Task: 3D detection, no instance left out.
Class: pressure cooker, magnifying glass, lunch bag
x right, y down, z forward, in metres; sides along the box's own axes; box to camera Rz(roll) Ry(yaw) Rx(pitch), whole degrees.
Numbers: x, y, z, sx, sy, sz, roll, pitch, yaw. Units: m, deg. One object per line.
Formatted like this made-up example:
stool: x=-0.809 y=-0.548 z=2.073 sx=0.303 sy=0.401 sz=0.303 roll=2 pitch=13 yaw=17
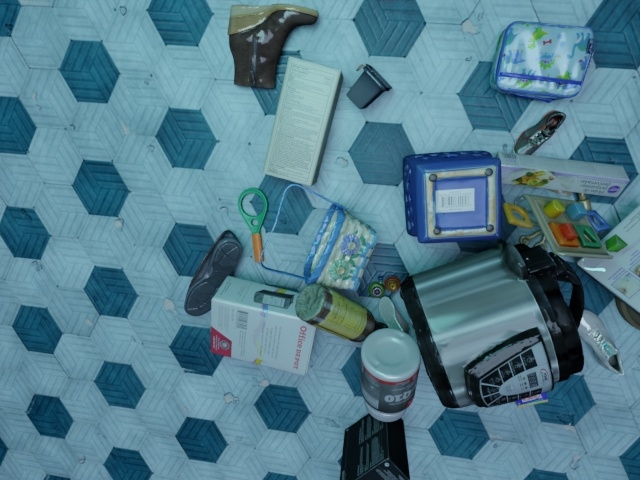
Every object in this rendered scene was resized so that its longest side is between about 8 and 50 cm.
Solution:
pressure cooker: x=0.453 y=0.201 z=1.057 sx=0.421 sy=0.370 sz=0.374 roll=-20 pitch=79 yaw=10
magnifying glass: x=-0.200 y=-0.046 z=1.261 sx=0.092 sy=0.026 sz=0.230 roll=-3 pitch=100 yaw=8
lunch bag: x=0.557 y=-0.450 z=1.042 sx=0.219 sy=0.090 sz=0.175 roll=11 pitch=106 yaw=6

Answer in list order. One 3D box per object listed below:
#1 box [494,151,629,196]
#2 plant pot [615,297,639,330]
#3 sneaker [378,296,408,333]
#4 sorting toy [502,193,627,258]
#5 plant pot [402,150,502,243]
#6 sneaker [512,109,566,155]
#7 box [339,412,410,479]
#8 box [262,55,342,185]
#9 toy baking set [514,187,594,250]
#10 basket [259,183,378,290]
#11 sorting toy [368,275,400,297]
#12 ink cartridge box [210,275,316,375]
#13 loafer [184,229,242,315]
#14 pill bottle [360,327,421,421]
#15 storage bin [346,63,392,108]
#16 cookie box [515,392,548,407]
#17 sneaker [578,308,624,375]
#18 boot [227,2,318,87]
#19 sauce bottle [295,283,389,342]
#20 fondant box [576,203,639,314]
box: x=0.627 y=-0.176 z=1.091 sx=0.325 sy=0.067 sz=0.063 roll=7 pitch=140 yaw=4
plant pot: x=0.958 y=0.161 z=1.115 sx=0.238 sy=0.109 sz=0.236 roll=1 pitch=103 yaw=6
sneaker: x=0.225 y=0.237 z=1.260 sx=0.051 sy=0.070 sz=0.134 roll=-31 pitch=67 yaw=21
sorting toy: x=0.608 y=-0.044 z=1.002 sx=0.349 sy=0.195 sz=0.047 roll=3 pitch=143 yaw=-21
plant pot: x=0.345 y=-0.112 z=1.079 sx=0.236 sy=0.212 sz=0.235 roll=-3 pitch=103 yaw=8
sneaker: x=0.578 y=-0.282 z=1.087 sx=0.061 sy=0.065 sz=0.157 roll=38 pitch=104 yaw=-2
box: x=0.162 y=0.644 z=1.243 sx=0.184 sy=0.261 sz=0.103 roll=-39 pitch=95 yaw=14
box: x=-0.046 y=-0.319 z=1.128 sx=0.148 sy=0.121 sz=0.310 roll=17 pitch=104 yaw=3
toy baking set: x=0.651 y=-0.070 z=1.142 sx=0.197 sy=0.030 sz=0.255 roll=-12 pitch=101 yaw=9
basket: x=0.000 y=0.000 z=1.151 sx=0.289 sy=0.201 sz=0.254 roll=19 pitch=100 yaw=-6
sorting toy: x=0.191 y=0.140 z=1.241 sx=0.102 sy=0.042 sz=0.061 roll=-27 pitch=98 yaw=12
ink cartridge box: x=-0.165 y=0.258 z=1.243 sx=0.307 sy=0.131 sz=0.225 roll=13 pitch=120 yaw=2
loafer: x=-0.336 y=0.103 z=1.289 sx=0.109 sy=0.095 sz=0.302 roll=22 pitch=111 yaw=-29
pill bottle: x=0.197 y=0.398 z=1.186 sx=0.162 sy=0.161 sz=0.283 roll=1 pitch=133 yaw=7
storage bin: x=0.121 y=-0.405 z=1.089 sx=0.098 sy=0.135 sz=0.091 roll=45 pitch=113 yaw=-4
cookie box: x=0.630 y=0.446 z=1.254 sx=0.092 sy=0.040 sz=0.107 roll=-18 pitch=100 yaw=10
sneaker: x=0.800 y=0.289 z=1.170 sx=0.080 sy=0.094 sz=0.212 roll=-37 pitch=95 yaw=15
boot: x=-0.128 y=-0.529 z=1.128 sx=0.249 sy=0.090 sz=0.206 roll=2 pitch=115 yaw=5
sauce bottle: x=0.077 y=0.224 z=1.160 sx=0.111 sy=0.111 sz=0.345 roll=-43 pitch=133 yaw=14
fondant box: x=0.878 y=0.088 z=1.032 sx=0.238 sy=0.096 sz=0.330 roll=-49 pitch=57 yaw=14
